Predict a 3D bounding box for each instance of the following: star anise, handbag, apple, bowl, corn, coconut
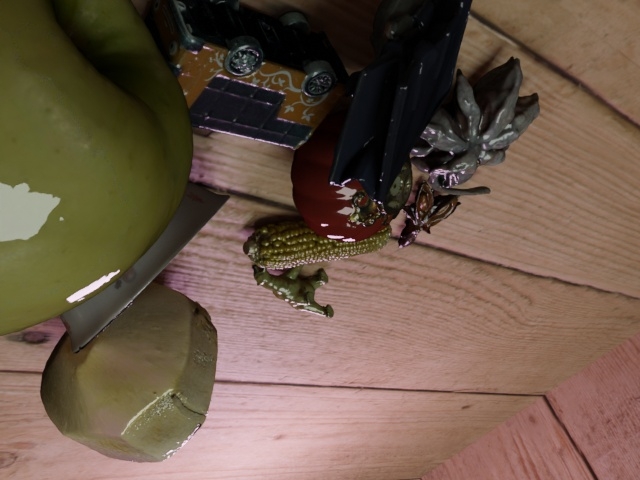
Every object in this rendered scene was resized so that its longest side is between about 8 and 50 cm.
[{"bbox_3d":[0.237,-0.060,1.570,0.157,0.053,0.212,-19,146,-7],"label":"star anise"},{"bbox_3d":[0.117,-0.239,1.039,0.118,0.325,0.269,22,138,9],"label":"handbag"},{"bbox_3d":[0.280,-0.184,1.341,0.360,0.139,0.316,5,144,-37],"label":"star anise"},{"bbox_3d":[-0.374,-0.114,0.758,0.474,0.473,0.473,-17,147,-11],"label":"apple"},{"bbox_3d":[-0.314,0.000,1.158,0.345,0.345,0.157,-40,101,23],"label":"bowl"},{"bbox_3d":[0.000,0.000,1.474,0.320,0.097,0.097,-7,144,-28],"label":"corn"},{"bbox_3d":[-0.349,0.241,1.393,0.353,0.352,0.352,-17,147,-11],"label":"coconut"}]

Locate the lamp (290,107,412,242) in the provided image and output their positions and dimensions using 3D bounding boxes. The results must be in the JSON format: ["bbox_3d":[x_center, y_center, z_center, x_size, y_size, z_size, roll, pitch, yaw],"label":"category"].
[{"bbox_3d":[0.046,-0.109,1.243,0.227,0.226,0.226,-17,147,-11],"label":"lamp"}]

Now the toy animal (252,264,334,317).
[{"bbox_3d":[-0.057,0.103,1.598,0.101,0.103,0.219,-10,158,23],"label":"toy animal"}]

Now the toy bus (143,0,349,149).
[{"bbox_3d":[-0.113,-0.235,1.020,0.275,0.138,0.167,7,138,-42],"label":"toy bus"}]
